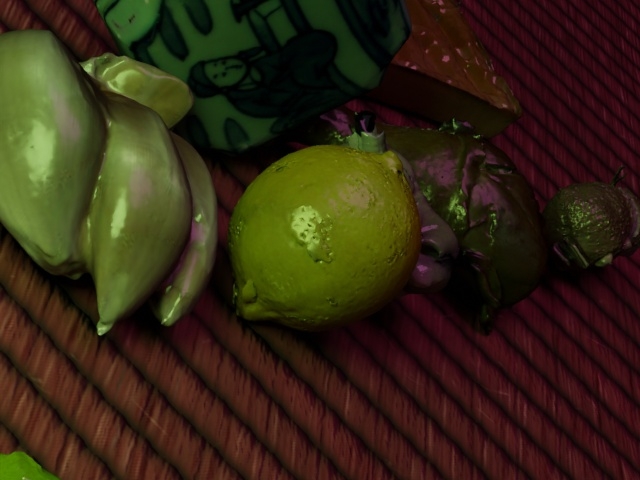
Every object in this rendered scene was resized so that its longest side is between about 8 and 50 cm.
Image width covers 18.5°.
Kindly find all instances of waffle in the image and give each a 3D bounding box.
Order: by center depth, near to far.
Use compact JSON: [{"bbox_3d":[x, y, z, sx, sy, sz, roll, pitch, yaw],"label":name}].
[{"bbox_3d":[0.071,-0.272,2.447,0.348,0.077,0.304,15,37,-41],"label":"waffle"}]

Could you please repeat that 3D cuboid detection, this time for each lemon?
[{"bbox_3d":[0.000,0.000,1.824,0.173,0.206,0.173,43,-19,19],"label":"lemon"}]

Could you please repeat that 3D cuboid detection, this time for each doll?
[{"bbox_3d":[0.065,-0.029,1.962,0.095,0.149,0.192,-33,87,-20],"label":"doll"},{"bbox_3d":[0.313,-0.013,2.339,0.221,0.105,0.115,-25,109,-54],"label":"doll"}]

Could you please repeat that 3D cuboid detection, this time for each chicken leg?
[{"bbox_3d":[0.107,-0.079,2.126,0.361,0.140,0.211,43,34,-4],"label":"chicken leg"}]

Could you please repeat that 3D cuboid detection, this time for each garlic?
[{"bbox_3d":[-0.196,-0.070,1.714,0.279,0.132,0.325,35,21,-22],"label":"garlic"}]

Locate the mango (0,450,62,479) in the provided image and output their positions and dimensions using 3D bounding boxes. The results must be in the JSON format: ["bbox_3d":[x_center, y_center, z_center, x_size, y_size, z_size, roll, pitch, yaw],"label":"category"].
[{"bbox_3d":[-0.203,0.199,1.338,0.178,0.100,0.119,32,22,-40],"label":"mango"}]

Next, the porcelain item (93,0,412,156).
[{"bbox_3d":[-0.065,-0.235,1.924,0.157,0.286,0.281,61,-5,38],"label":"porcelain item"}]
